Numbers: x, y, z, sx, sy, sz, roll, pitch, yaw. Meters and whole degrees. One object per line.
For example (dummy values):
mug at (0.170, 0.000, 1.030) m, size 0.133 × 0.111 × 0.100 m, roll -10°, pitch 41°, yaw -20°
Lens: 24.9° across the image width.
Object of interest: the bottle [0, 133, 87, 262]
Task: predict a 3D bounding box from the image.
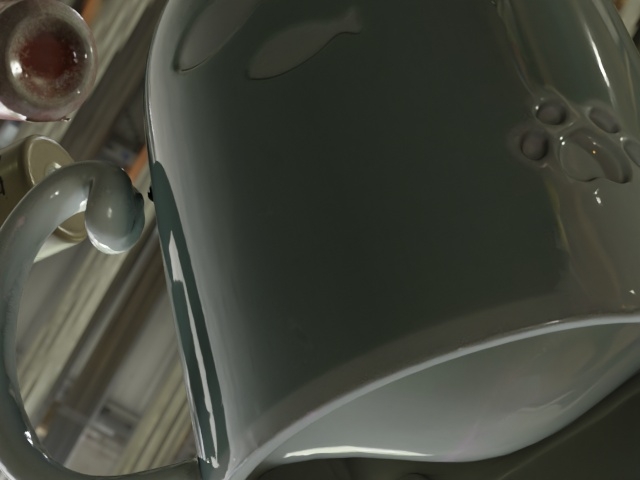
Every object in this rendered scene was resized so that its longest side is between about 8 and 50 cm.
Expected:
bottle at (-0.300, -0.008, 1.221) m, size 0.209 × 0.097 × 0.110 m, roll -22°, pitch -172°, yaw 20°

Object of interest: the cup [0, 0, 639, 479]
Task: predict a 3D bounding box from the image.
cup at (0.000, 0.000, 0.702) m, size 0.259 × 0.356 × 0.275 m, roll 72°, pitch 4°, yaw -59°

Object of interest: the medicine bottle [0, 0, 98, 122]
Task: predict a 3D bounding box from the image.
medicine bottle at (-0.371, -0.211, 1.691) m, size 0.247 × 0.147 × 0.147 m, roll 11°, pitch -112°, yaw 52°
